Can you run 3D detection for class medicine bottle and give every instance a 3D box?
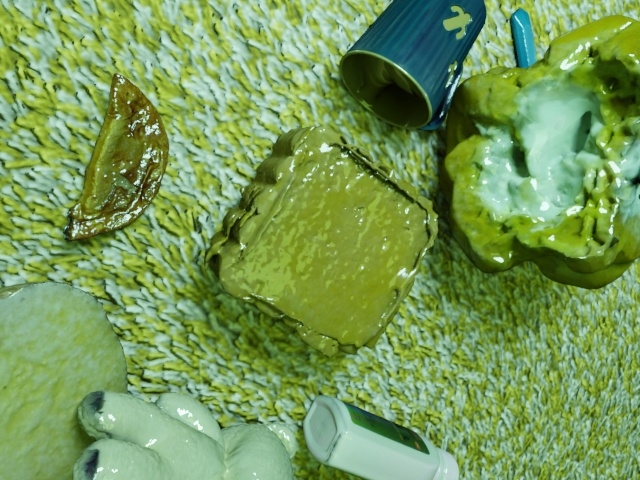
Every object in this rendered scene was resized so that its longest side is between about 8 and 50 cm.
[{"bbox_3d":[0.088,0.287,0.678,0.219,0.115,0.078,29,86,-20],"label":"medicine bottle"}]

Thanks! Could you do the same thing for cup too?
[{"bbox_3d":[0.129,-0.230,0.637,0.155,0.131,0.176,-56,139,-9],"label":"cup"}]

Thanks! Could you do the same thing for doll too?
[{"bbox_3d":[-0.154,0.261,0.563,0.278,0.149,0.175,41,43,-34],"label":"doll"}]

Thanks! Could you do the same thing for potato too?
[{"bbox_3d":[-0.324,0.171,0.500,0.239,0.116,0.299,-43,139,-52],"label":"potato"}]

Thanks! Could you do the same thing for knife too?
[{"bbox_3d":[0.324,-0.194,0.750,0.044,0.026,0.296,-16,99,-19],"label":"knife"}]

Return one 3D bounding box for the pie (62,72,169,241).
[{"bbox_3d":[-0.224,-0.082,0.574,0.088,0.033,0.191,19,89,-35],"label":"pie"}]

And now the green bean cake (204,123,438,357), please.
[{"bbox_3d":[0.000,0.000,0.608,0.230,0.131,0.224,33,88,-22],"label":"green bean cake"}]

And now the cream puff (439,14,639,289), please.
[{"bbox_3d":[0.310,-0.113,0.645,0.274,0.270,0.323,1,107,-38],"label":"cream puff"}]
